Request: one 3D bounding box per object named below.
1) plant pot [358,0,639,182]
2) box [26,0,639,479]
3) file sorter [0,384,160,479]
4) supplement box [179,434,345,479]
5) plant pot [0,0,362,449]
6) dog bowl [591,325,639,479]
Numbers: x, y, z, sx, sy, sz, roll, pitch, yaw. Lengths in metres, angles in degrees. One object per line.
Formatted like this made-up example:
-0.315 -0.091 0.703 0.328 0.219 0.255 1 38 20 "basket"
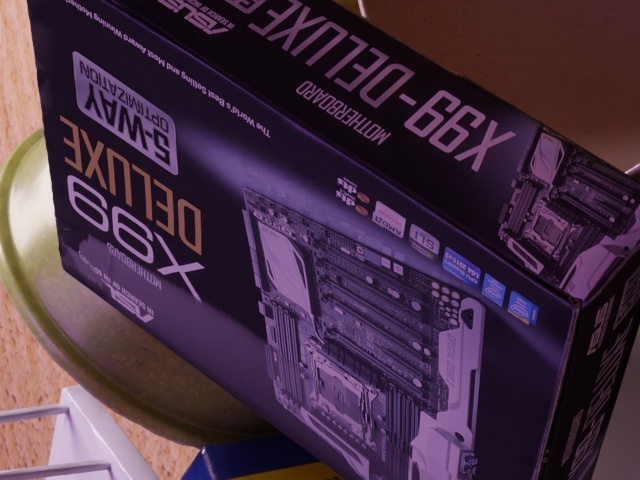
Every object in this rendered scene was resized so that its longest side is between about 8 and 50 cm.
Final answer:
0.168 -0.163 0.805 0.284 0.191 0.284 10 102 56 "plant pot"
0.000 0.000 0.830 0.307 0.076 0.242 35 148 21 "box"
-0.171 0.247 1.043 0.278 0.173 0.193 44 128 46 "file sorter"
0.037 0.309 1.067 0.195 0.194 0.356 -56 49 44 "supplement box"
-0.026 -0.051 1.084 0.254 0.276 0.276 -49 54 35 "plant pot"
0.158 0.134 0.943 0.265 0.104 0.265 13 106 55 "dog bowl"
